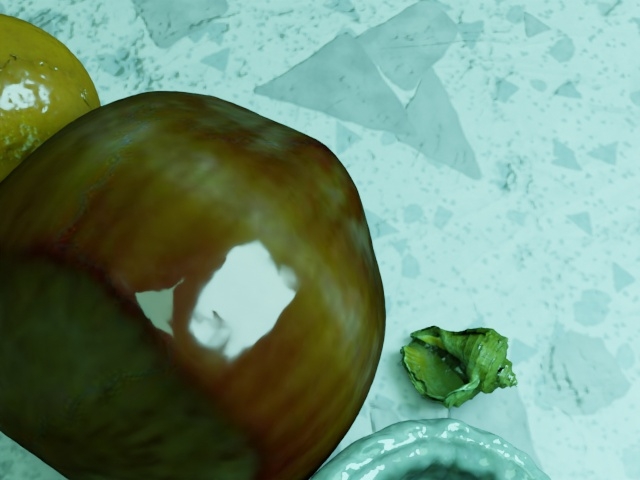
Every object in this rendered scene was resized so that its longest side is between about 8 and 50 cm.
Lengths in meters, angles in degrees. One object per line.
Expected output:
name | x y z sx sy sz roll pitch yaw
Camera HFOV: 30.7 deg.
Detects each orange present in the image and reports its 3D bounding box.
orange | -0.311 -0.100 1.071 0.219 0.193 0.219 -4 97 -36

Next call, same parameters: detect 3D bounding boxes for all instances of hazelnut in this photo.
hazelnut | -0.112 0.054 0.959 0.365 0.366 0.366 1 66 -3

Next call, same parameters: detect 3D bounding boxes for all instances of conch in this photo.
conch | 0.125 0.115 1.071 0.121 0.074 0.089 19 41 29

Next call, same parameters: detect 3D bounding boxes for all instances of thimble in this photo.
thimble | 0.084 0.254 0.942 0.250 0.172 0.205 -6 59 -10
